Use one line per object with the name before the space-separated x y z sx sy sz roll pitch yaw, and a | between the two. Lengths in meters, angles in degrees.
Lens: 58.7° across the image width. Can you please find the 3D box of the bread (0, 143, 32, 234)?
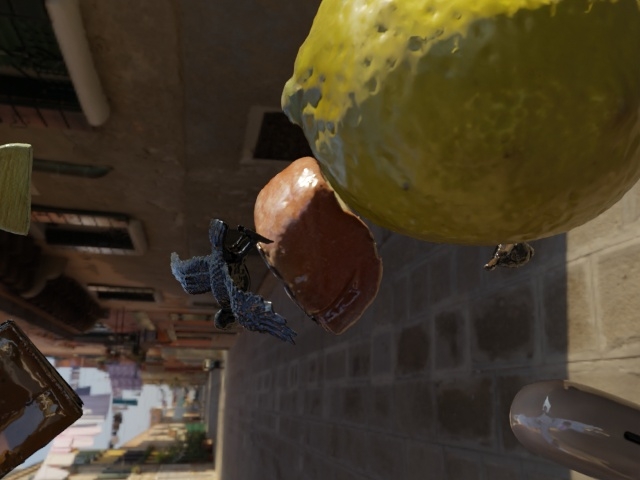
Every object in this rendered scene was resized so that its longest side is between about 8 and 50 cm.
bread | -0.657 -0.110 1.176 0.036 0.112 0.192 -126 43 -70

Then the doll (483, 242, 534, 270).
doll | 0.317 -0.009 0.986 0.139 0.165 0.057 60 137 38

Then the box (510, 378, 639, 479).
box | 0.313 0.218 0.627 0.146 0.200 0.088 89 -157 -71

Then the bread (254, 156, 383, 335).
bread | -0.007 -0.010 0.756 0.190 0.123 0.244 53 -177 -19

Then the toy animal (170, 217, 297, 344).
toy animal | -0.089 0.035 0.552 0.220 0.062 0.107 24 98 46

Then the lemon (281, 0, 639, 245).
lemon | 0.148 -0.146 0.539 0.336 0.336 0.335 -176 90 -78

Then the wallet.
wallet | -0.418 0.216 0.707 0.161 0.195 0.042 50 167 0
